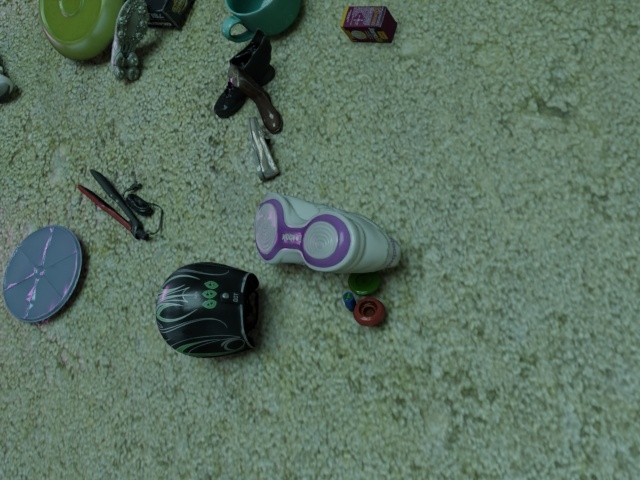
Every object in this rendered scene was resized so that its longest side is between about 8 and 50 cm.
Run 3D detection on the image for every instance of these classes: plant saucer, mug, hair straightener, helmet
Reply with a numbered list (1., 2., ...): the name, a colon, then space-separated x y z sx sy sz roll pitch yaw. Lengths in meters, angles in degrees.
1. plant saucer: -0.528 -0.513 1.585 0.241 0.037 0.241 1 93 27
2. mug: -0.114 -0.452 1.404 0.157 0.097 0.129 -21 63 19
3. hair straightener: -0.379 -0.079 1.420 0.230 0.047 0.089 37 90 33
4. helmet: -0.187 0.112 1.187 0.161 0.169 0.169 -1 69 9

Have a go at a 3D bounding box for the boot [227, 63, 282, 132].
1. boot: -0.120 -0.255 1.317 0.037 0.114 0.106 -33 59 12

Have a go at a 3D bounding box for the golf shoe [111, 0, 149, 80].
1. golf shoe: -0.410 -0.427 1.536 0.086 0.069 0.176 44 122 45

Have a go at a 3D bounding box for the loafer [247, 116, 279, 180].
1. loafer: -0.103 -0.168 1.322 0.039 0.045 0.125 -13 70 3

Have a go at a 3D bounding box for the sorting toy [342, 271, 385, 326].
1. sorting toy: 0.068 0.093 1.132 0.061 0.042 0.102 -9 53 7

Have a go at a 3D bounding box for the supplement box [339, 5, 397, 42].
1. supplement box: 0.085 -0.382 1.300 0.083 0.055 0.043 10 76 31

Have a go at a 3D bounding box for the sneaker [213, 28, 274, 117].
1. sneaker: -0.150 -0.309 1.370 0.170 0.089 0.051 -38 58 8

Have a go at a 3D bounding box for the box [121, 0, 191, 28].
1. box: -0.375 -0.617 1.620 0.293 0.073 0.296 14 77 30

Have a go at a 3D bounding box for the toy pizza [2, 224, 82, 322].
1. toy pizza: -0.547 0.066 1.458 0.201 0.032 0.201 -9 67 23

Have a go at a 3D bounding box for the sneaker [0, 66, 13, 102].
1. sneaker: -0.824 -0.421 1.755 0.297 0.111 0.129 27 78 32

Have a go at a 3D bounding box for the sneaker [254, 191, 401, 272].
1. sneaker: 0.000 0.000 1.167 0.305 0.152 0.114 21 99 54
